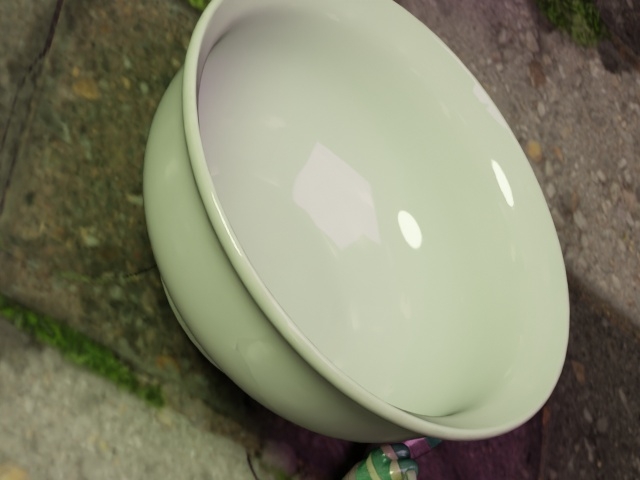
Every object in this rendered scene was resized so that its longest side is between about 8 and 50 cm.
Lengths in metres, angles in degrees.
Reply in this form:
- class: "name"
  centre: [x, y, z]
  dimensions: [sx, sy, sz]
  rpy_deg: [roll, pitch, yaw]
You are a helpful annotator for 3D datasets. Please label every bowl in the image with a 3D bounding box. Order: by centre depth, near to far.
- class: "bowl"
  centre: [0.000, 0.000, 0.968]
  dimensions: [0.298, 0.134, 0.298]
  rpy_deg: [29, 45, -33]

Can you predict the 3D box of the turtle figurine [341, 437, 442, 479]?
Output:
- class: "turtle figurine"
  centre: [0.035, 0.196, 0.985]
  dimensions: [0.234, 0.118, 0.175]
  rpy_deg: [-49, 131, -61]
